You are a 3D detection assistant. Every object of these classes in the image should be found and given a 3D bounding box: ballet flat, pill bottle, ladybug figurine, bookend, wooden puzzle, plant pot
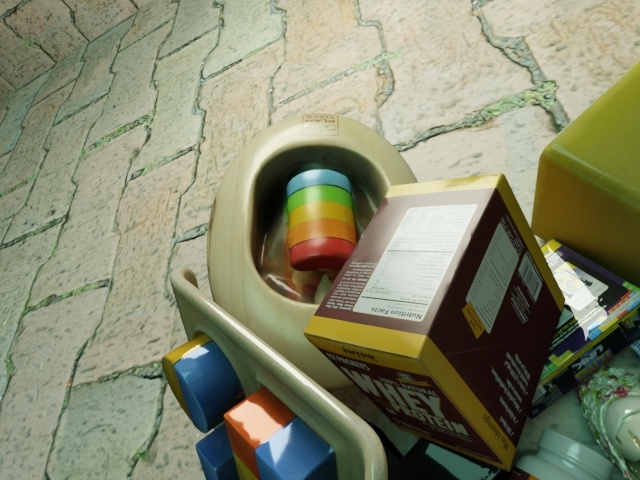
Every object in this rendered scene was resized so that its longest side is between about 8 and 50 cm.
[{"bbox_3d":[0.317,0.211,0.408,0.091,0.077,0.241,-31,47,13],"label":"ballet flat"},{"bbox_3d":[0.211,0.263,0.432,0.086,0.086,0.152,20,72,40],"label":"pill bottle"},{"bbox_3d":[0.000,0.000,0.664,0.305,0.162,0.449,1,56,1],"label":"ladybug figurine"},{"bbox_3d":[0.099,0.255,0.519,0.156,0.072,0.157,-46,46,-4],"label":"bookend"},{"bbox_3d":[-0.067,0.231,0.485,0.080,0.322,0.348,-26,37,-30],"label":"wooden puzzle"},{"bbox_3d":[0.377,-0.059,0.484,0.212,0.212,0.187,-42,60,0],"label":"plant pot"}]

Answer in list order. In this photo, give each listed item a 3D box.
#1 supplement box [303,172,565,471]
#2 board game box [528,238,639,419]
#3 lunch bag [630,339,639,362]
[{"bbox_3d":[0.124,0.075,0.456,0.129,0.191,0.194,0,48,48],"label":"supplement box"},{"bbox_3d":[0.253,0.093,0.526,0.170,0.048,0.141,-39,28,4],"label":"board game box"},{"bbox_3d":[0.368,0.123,0.453,0.071,0.053,0.083,-37,50,13],"label":"lunch bag"}]
